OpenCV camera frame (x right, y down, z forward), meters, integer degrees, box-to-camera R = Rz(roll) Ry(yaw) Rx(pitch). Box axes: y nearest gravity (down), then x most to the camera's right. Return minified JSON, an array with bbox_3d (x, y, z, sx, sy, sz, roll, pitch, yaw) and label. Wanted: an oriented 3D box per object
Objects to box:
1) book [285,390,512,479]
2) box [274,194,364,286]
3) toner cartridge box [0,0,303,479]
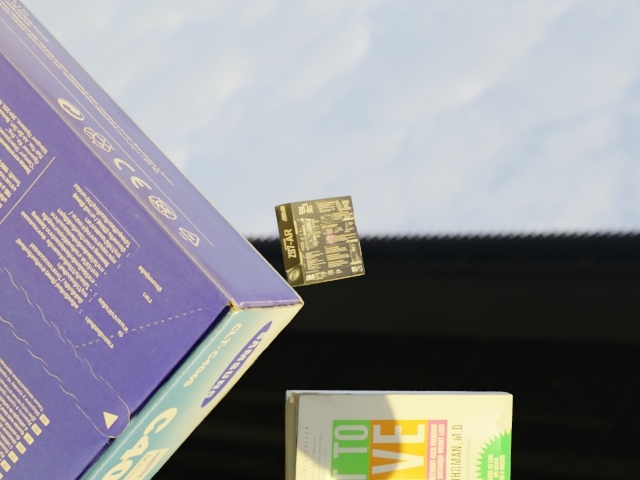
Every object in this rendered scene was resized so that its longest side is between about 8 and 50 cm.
[{"bbox_3d":[0.050,0.145,1.194,0.144,0.096,0.035,1,179,-15],"label":"book"},{"bbox_3d":[0.000,0.000,1.495,0.018,0.067,0.083,-11,180,37],"label":"box"},{"bbox_3d":[-0.185,-0.031,0.913,0.165,0.348,0.075,-49,162,17],"label":"toner cartridge box"}]
